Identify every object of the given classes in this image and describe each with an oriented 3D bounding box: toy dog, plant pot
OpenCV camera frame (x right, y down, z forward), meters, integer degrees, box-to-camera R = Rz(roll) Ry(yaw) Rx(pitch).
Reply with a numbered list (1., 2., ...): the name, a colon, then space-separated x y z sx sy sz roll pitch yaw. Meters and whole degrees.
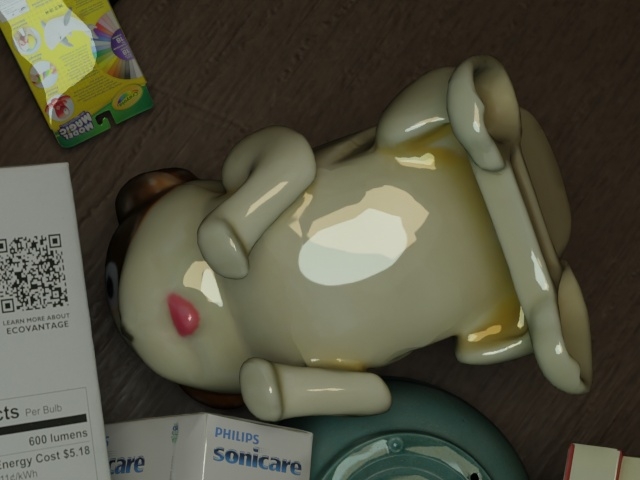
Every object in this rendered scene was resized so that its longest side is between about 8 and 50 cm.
1. toy dog: 0.000 0.000 1.520 0.407 0.395 0.285 -17 111 15
2. plant pot: 0.065 0.260 1.545 0.293 0.196 0.293 1 82 -4

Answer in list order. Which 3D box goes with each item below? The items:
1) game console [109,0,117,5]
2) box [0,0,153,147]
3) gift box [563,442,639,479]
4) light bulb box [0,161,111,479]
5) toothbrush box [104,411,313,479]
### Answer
1. game console: -0.244 -0.271 1.689 0.122 0.071 0.107 -49 118 -8
2. box: -0.238 -0.186 1.640 0.105 0.043 0.179 -26 105 -8
3. gift box: 0.305 0.331 1.480 0.258 0.255 0.276 6 68 27
4. light bulb box: -0.374 0.138 1.378 0.357 0.225 0.361 -6 87 -33
5. toothbrush box: -0.124 0.298 1.470 0.122 0.206 0.283 14 72 -38
